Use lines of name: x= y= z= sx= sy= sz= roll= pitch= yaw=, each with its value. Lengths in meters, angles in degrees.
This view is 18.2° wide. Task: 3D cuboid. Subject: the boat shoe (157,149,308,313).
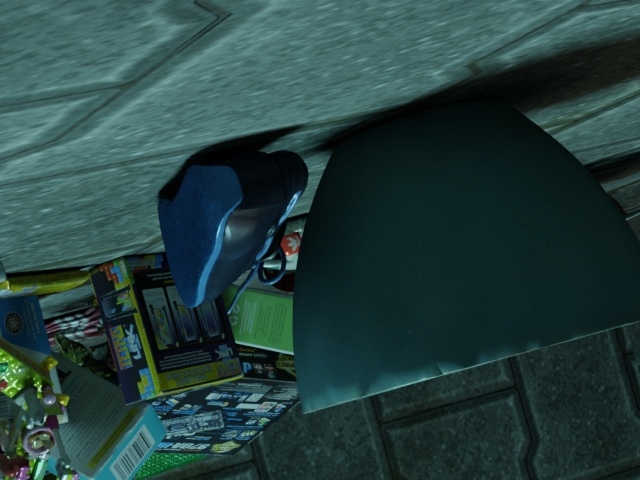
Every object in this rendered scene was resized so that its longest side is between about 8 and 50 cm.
boat shoe: x=-0.062 y=-0.005 z=1.504 sx=0.089 sy=0.109 sz=0.258 roll=-18 pitch=178 yaw=-16

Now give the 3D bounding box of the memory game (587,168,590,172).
memory game: x=0.235 y=-0.055 z=2.389 sx=0.186 sy=0.012 sz=0.186 roll=-15 pitch=175 yaw=-1

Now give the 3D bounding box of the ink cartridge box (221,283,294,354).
ink cartridge box: x=-0.081 y=0.080 z=2.153 sx=0.209 sy=0.062 sz=0.109 roll=11 pitch=179 yaw=7

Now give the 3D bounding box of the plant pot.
plant pot: x=0.102 y=0.002 z=1.538 sx=0.290 sy=0.195 sz=0.290 roll=-15 pitch=175 yaw=-1

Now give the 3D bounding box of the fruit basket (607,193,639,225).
fruit basket: x=0.284 y=0.024 z=2.423 sx=0.353 sy=0.165 sz=0.327 roll=-17 pitch=176 yaw=-20

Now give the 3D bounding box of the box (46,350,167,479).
box: x=-0.283 y=0.170 z=2.038 sx=0.100 sy=0.244 sz=0.060 roll=-52 pitch=147 yaw=-21

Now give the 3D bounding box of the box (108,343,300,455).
box: x=-0.136 y=0.177 z=2.227 sx=0.220 sy=0.051 sz=0.175 roll=8 pitch=143 yaw=-41

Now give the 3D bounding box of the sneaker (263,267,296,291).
sneaker: x=0.053 y=0.004 z=2.209 sx=0.221 sy=0.087 sz=0.128 roll=-4 pitch=-174 yaw=10

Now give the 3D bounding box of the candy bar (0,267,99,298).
candy bar: x=-0.265 y=0.040 z=1.877 sx=0.040 sy=0.018 sz=0.161 roll=-22 pitch=173 yaw=25

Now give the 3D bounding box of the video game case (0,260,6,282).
video game case: x=-0.380 y=0.053 z=1.637 sx=0.173 sy=0.022 sz=0.190 roll=-18 pitch=174 yaw=25

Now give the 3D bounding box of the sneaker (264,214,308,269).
sneaker: x=0.000 y=0.000 z=2.009 sx=0.161 sy=0.057 sz=0.075 roll=-15 pitch=-178 yaw=36

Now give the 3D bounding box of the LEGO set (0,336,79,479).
LEGO set: x=-0.286 y=0.173 z=1.823 sx=0.132 sy=0.287 sz=0.107 roll=-13 pitch=-141 yaw=-13

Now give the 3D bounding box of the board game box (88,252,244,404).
board game box: x=-0.153 y=0.085 z=2.009 sx=0.048 sy=0.141 sz=0.170 roll=-18 pitch=174 yaw=26

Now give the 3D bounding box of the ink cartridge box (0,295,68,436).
ink cartridge box: x=-0.354 y=0.132 z=1.932 sx=0.190 sy=0.140 sz=0.082 roll=-14 pitch=177 yaw=-10

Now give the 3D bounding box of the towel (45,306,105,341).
towel: x=-0.360 y=0.120 z=2.460 sx=0.197 sy=0.029 sz=0.144 roll=-12 pitch=175 yaw=-4

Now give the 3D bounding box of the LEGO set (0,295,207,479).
LEGO set: x=-0.279 y=0.161 z=2.338 sx=0.331 sy=0.192 sz=0.255 roll=-24 pitch=136 yaw=-19
